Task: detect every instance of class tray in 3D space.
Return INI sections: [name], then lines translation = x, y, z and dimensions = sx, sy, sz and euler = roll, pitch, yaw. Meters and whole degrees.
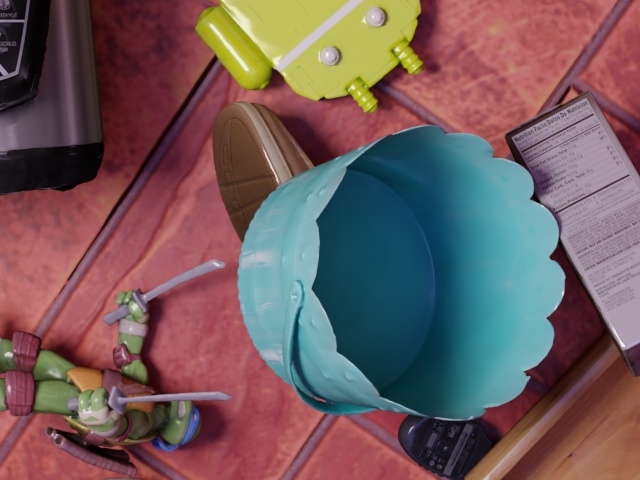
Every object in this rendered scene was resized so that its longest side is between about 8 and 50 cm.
[tray]
translation = 0.367, 0.177, 1.302
dimensions = 0.203, 0.076, 0.411
euler = 44, 90, -2

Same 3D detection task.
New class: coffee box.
[coffee box]
translation = 0.287, -0.005, 1.222
dimensions = 0.098, 0.141, 0.247
euler = -28, 66, 8

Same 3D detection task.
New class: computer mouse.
[computer mouse]
translation = 0.195, 0.250, 1.359
dimensions = 0.242, 0.041, 0.071
euler = 28, 92, -7

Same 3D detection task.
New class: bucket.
[bucket]
translation = 0.068, 0.037, 1.165
dimensions = 0.281, 0.183, 0.281
euler = 4, 83, -31

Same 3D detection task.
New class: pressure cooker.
[pressure cooker]
translation = -0.403, -0.243, 1.162
dimensions = 0.375, 0.370, 0.421
euler = -3, 95, 13

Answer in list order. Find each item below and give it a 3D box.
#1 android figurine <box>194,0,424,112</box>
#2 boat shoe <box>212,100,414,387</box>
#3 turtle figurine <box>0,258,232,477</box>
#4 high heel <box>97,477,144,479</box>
[android figurine]
translation = -0.006, -0.260, 1.298
dimensions = 0.248, 0.056, 0.273
euler = -38, 92, 6
[boat shoe]
translation = 0.000, 0.000, 1.308
dimensions = 0.110, 0.121, 0.341
euler = -32, 100, -32
[turtle figurine]
translation = -0.236, 0.112, 1.269
dimensions = 0.266, 0.275, 0.198
euler = 10, 57, -13
[high heel]
translation = -0.318, 0.405, 1.374
dimensions = 0.377, 0.127, 0.181
euler = -27, 111, 7
